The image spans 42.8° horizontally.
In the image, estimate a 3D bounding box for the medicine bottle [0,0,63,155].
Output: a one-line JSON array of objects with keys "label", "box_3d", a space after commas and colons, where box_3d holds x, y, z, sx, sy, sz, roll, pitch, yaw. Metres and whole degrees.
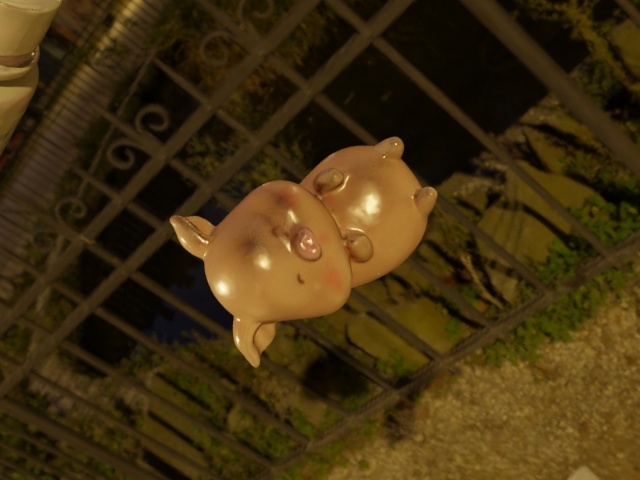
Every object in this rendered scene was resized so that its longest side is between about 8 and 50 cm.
[{"label": "medicine bottle", "box_3d": [-0.358, -0.144, 0.747, 0.293, 0.170, 0.170, -47, 23, 28]}]

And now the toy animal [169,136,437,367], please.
[{"label": "toy animal", "box_3d": [-0.007, -0.006, 0.846, 0.250, 0.166, 0.154, -27, -16, -20]}]
